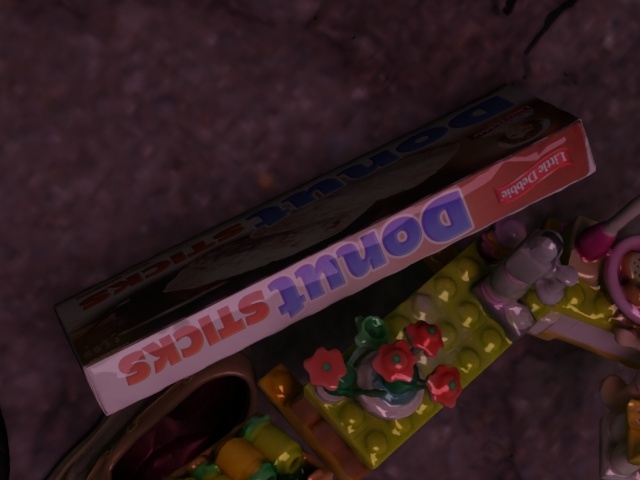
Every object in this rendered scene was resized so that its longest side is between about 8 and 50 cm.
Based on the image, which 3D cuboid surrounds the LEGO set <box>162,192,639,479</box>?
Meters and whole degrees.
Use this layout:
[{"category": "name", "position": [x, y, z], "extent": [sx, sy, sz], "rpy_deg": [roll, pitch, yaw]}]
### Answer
[{"category": "LEGO set", "position": [0.087, 0.034, 0.571], "extent": [0.287, 0.107, 0.132], "rpy_deg": [0, 68, -21]}]

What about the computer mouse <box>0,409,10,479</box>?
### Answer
[{"category": "computer mouse", "position": [-0.192, 0.027, 0.530], "extent": [0.188, 0.072, 0.272], "rpy_deg": [-35, 115, -6]}]

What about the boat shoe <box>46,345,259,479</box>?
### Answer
[{"category": "boat shoe", "position": [-0.064, 0.089, 0.607], "extent": [0.050, 0.045, 0.135], "rpy_deg": [24, 99, -23]}]

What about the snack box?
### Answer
[{"category": "snack box", "position": [0.000, 0.000, 0.588], "extent": [0.178, 0.064, 0.022], "rpy_deg": [-26, 111, -8]}]
